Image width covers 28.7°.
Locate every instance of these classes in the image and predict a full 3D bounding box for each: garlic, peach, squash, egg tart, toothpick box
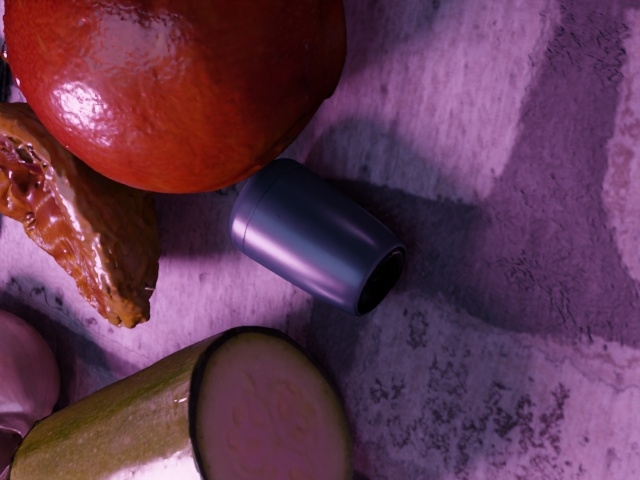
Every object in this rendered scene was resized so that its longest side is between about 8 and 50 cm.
[{"bbox_3d":[-0.453,0.237,1.720,0.340,0.246,0.231,43,117,43],"label":"garlic"},{"bbox_3d":[-0.146,-0.227,1.313,0.372,0.290,0.373,-3,71,9],"label":"peach"},{"bbox_3d":[-0.175,0.278,1.506,0.384,0.263,0.263,-27,86,40],"label":"squash"},{"bbox_3d":[-0.286,-0.047,1.507,0.339,0.153,0.351,41,161,33],"label":"egg tart"},{"bbox_3d":[0.000,0.000,1.378,0.184,0.120,0.120,33,121,23],"label":"toothpick box"}]

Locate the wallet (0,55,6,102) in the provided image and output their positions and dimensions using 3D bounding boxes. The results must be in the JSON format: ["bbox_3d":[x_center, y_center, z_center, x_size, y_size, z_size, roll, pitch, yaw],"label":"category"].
[{"bbox_3d":[-0.554,-0.158,1.799,0.251,0.054,0.290,22,114,30],"label":"wallet"}]

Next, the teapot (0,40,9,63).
[{"bbox_3d":[-0.362,-0.218,1.616,0.129,0.078,0.098,40,124,22],"label":"teapot"}]
